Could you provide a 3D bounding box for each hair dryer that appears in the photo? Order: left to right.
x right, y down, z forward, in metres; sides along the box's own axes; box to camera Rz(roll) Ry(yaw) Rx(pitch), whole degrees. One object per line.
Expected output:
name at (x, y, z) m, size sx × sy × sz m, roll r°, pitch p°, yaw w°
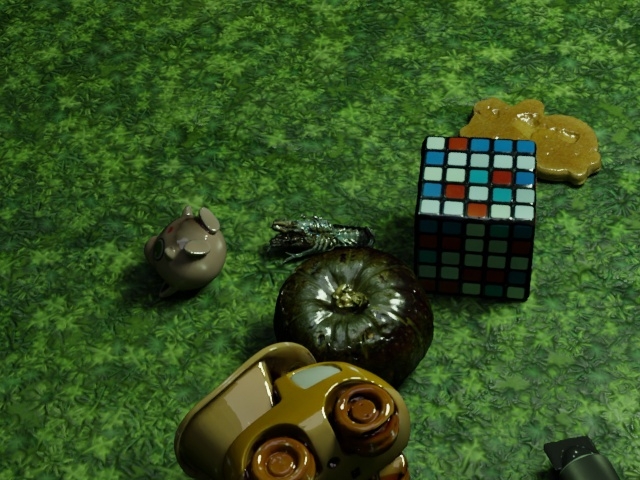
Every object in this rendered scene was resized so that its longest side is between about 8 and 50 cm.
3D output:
hair dryer at (0.447, 0.325, 1.661) m, size 0.248 × 0.078 × 0.195 m, roll -9°, pitch 46°, yaw -16°

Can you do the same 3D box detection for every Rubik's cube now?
Rubik's cube at (0.240, -0.037, 1.920) m, size 0.184 × 0.187 × 0.182 m, roll 3°, pitch 48°, yaw 10°

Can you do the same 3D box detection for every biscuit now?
biscuit at (0.364, -0.169, 2.131) m, size 0.249 × 0.035 × 0.184 m, roll 16°, pitch 52°, yaw 18°

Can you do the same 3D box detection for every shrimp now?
shrimp at (0.001, 0.000, 2.005) m, size 0.174 × 0.076 × 0.082 m, roll 3°, pitch 89°, yaw 2°

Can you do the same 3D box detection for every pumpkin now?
pumpkin at (0.048, 0.111, 1.821) m, size 0.238 × 0.159 × 0.238 m, roll -1°, pitch 52°, yaw 1°

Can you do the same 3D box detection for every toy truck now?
toy truck at (-0.026, 0.273, 1.649) m, size 0.288 × 0.204 × 0.211 m, roll -32°, pitch 51°, yaw -15°

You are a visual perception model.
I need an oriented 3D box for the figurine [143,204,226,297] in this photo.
figurine at (-0.210, 0.018, 1.957) m, size 0.125 × 0.138 × 0.125 m, roll 15°, pitch 57°, yaw -25°
